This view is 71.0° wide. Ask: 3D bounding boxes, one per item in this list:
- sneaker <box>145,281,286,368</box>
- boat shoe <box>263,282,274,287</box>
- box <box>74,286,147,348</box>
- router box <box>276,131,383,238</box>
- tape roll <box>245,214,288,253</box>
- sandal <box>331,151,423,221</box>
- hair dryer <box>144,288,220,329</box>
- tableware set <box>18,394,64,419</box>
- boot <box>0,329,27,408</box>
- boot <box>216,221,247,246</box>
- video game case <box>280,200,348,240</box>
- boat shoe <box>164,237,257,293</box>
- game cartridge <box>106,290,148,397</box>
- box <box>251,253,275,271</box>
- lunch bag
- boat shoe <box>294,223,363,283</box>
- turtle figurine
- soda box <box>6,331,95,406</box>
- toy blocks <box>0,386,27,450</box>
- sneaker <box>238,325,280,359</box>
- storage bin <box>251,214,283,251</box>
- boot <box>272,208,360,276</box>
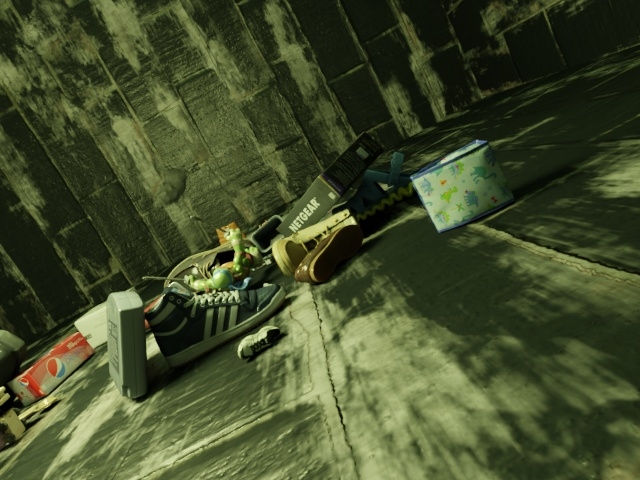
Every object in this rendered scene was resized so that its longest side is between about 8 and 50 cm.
[{"bbox_3d":[-0.221,0.130,0.929,0.283,0.153,0.099,-30,11,-8],"label":"sneaker"},{"bbox_3d":[-0.110,0.118,1.050,0.035,0.035,0.100,-3,-2,-19],"label":"boat shoe"},{"bbox_3d":[-0.772,0.286,1.677,0.181,0.118,0.182,-28,11,1],"label":"box"},{"bbox_3d":[0.022,-0.142,1.291,0.243,0.081,0.309,-49,3,-35],"label":"router box"},{"bbox_3d":[-0.198,-0.024,1.817,0.219,0.072,0.219,-26,10,5],"label":"tape roll"},{"bbox_3d":[0.171,-0.160,1.366,0.318,0.138,0.126,-29,12,8],"label":"sandal"},{"bbox_3d":[-0.453,0.208,1.351,0.294,0.080,0.223,-24,12,22],"label":"hair dryer"},{"bbox_3d":[-0.732,0.437,1.113,0.169,0.020,0.141,-31,4,18],"label":"tableware set"},{"bbox_3d":[-0.995,0.500,1.179,0.366,0.146,0.445,-58,11,34],"label":"boot"},{"bbox_3d":[-0.406,0.021,1.907,0.197,0.152,0.073,-29,11,-5],"label":"boot"},{"bbox_3d":[0.018,-0.070,1.589,0.248,0.035,0.275,-17,16,46],"label":"video game case"},{"bbox_3d":[-0.382,0.092,1.578,0.356,0.132,0.130,-33,11,-20],"label":"boat shoe"},{"bbox_3d":[-0.419,0.207,0.961,0.060,0.195,0.294,-7,-1,-30],"label":"game cartridge"},{"bbox_3d":[-0.185,0.070,1.484,0.083,0.018,0.067,-24,12,21],"label":"box"},{"bbox_3d":[0.267,-0.102,0.861,0.151,0.128,0.096,-29,9,8],"label":"lunch bag"},{"bbox_3d":[0.019,0.027,1.026,0.073,0.073,0.207,-14,17,46],"label":"boat shoe"},{"bbox_3d":[-0.282,0.050,1.250,0.275,0.197,0.266,15,0,9],"label":"turtle figurine"},{"bbox_3d":[-0.818,0.388,1.384,0.084,0.092,0.263,-30,11,10],"label":"soda box"},{"bbox_3d":[-0.807,0.385,0.841,0.260,0.288,0.309,-24,13,-5],"label":"toy blocks"},{"bbox_3d":[-0.104,0.172,0.767,0.083,0.031,0.037,-37,14,-37],"label":"sneaker"},{"bbox_3d":[-0.176,-0.025,1.655,0.135,0.098,0.091,-41,-12,5],"label":"storage bin"},{"bbox_3d":[0.000,0.000,1.139,0.204,0.095,0.262,-26,1,14],"label":"boot"}]
